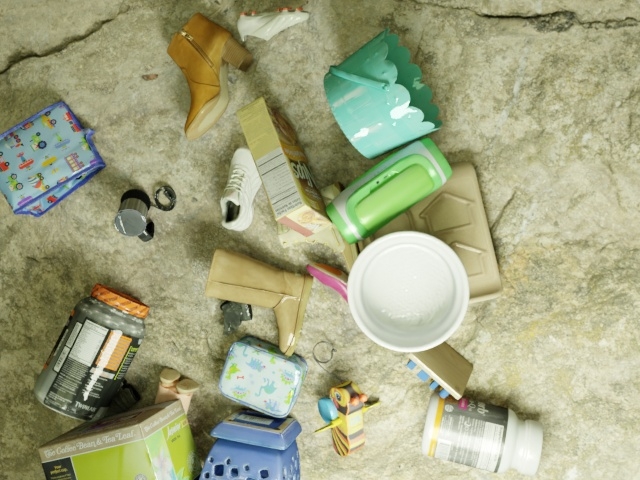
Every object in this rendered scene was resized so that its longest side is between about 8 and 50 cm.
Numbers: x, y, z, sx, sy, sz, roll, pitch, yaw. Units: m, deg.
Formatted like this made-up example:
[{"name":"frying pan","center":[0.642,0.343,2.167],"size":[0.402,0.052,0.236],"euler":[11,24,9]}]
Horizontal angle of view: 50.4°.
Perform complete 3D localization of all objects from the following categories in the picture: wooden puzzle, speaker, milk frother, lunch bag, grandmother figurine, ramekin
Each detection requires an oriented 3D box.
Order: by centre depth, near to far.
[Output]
[{"name":"ramekin","center":[0.207,0.116,1.609],"size":[0.277,0.135,0.277],"euler":[0,89,8]},{"name":"speaker","center":[0.162,-0.117,1.623],"size":[0.296,0.131,0.131],"euler":[-35,87,4]},{"name":"wooden puzzle","center":[0.260,0.003,1.712],"size":[0.322,0.080,0.347],"euler":[-14,87,6]},{"name":"lunch bag","center":[-0.158,0.372,1.849],"size":[0.219,0.090,0.176],"euler":[19,98,11]},{"name":"milk frother","center":[-0.475,-0.085,1.855],"size":[0.129,0.134,0.143],"euler":[37,108,-24]},{"name":"lunch bag","center":[-0.770,-0.238,1.925],"size":[0.293,0.138,0.221],"euler":[-33,85,5]},{"name":"grandmother figurine","center":[-0.439,0.551,1.934],"size":[0.208,0.104,0.342],"euler":[27,105,29]}]

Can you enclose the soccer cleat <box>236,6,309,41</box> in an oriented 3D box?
[{"name":"soccer cleat","center":[-0.121,-0.561,1.767],"size":[0.196,0.068,0.076],"euler":[-2,110,15]}]

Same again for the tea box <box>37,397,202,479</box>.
[{"name":"tea box","center":[-0.509,0.629,1.797],"size":[0.329,0.220,0.323],"euler":[-16,90,18]}]

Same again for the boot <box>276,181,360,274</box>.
[{"name":"boot","center":[0.000,0.000,1.773],"size":[0.203,0.095,0.262],"euler":[-17,90,14]}]

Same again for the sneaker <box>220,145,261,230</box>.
[{"name":"sneaker","center":[-0.214,-0.135,1.799],"size":[0.090,0.115,0.232],"euler":[8,97,12]}]

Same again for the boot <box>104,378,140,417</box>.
[{"name":"boot","center":[-0.653,0.434,1.990],"size":[0.246,0.083,0.161],"euler":[37,92,6]}]

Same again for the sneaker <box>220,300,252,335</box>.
[{"name":"sneaker","center":[-0.239,0.171,1.868],"size":[0.089,0.051,0.170],"euler":[-9,97,9]}]

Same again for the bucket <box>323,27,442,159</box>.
[{"name":"bucket","center":[0.146,-0.341,1.619],"size":[0.183,0.281,0.281],"euler":[-27,89,23]}]

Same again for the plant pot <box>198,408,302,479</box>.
[{"name":"plant pot","center":[-0.176,0.576,1.807],"size":[0.236,0.236,0.212],"euler":[7,90,12]}]

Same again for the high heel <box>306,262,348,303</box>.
[{"name":"high heel","center":[0.057,0.151,1.791],"size":[0.244,0.082,0.117],"euler":[26,106,3]}]

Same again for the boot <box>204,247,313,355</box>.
[{"name":"boot","center":[-0.174,0.163,1.801],"size":[0.269,0.089,0.236],"euler":[14,86,-7]}]

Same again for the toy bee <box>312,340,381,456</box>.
[{"name":"toy bee","center":[0.059,0.432,1.752],"size":[0.195,0.162,0.298],"euler":[-40,111,-22]}]

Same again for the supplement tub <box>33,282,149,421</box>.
[{"name":"supplement tub","center":[-0.618,0.303,1.867],"size":[0.207,0.207,0.338],"euler":[24,83,10]}]

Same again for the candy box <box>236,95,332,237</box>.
[{"name":"candy box","center":[-0.089,-0.178,1.684],"size":[0.087,0.183,0.316],"euler":[-28,69,15]}]

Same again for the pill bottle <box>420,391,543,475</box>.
[{"name":"pill bottle","center":[0.398,0.485,1.694],"size":[0.278,0.162,0.162],"euler":[11,98,11]}]

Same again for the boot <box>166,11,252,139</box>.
[{"name":"boot","center":[-0.334,-0.439,1.815],"size":[0.211,0.104,0.295],"euler":[36,97,13]}]

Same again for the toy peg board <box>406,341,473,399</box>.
[{"name":"toy peg board","center":[0.286,0.324,1.713],"size":[0.161,0.160,0.079],"euler":[40,118,7]}]
